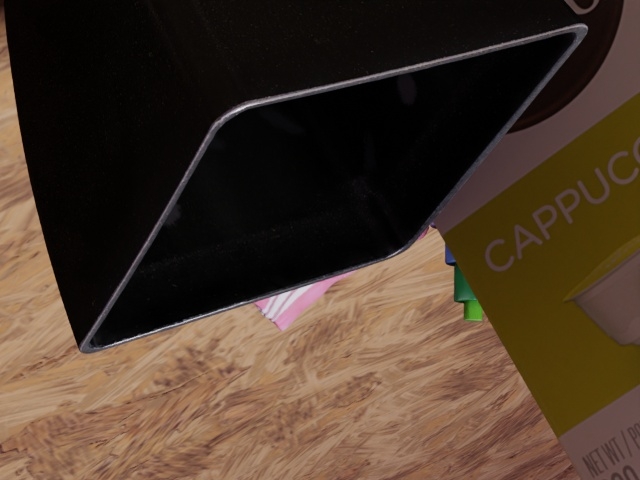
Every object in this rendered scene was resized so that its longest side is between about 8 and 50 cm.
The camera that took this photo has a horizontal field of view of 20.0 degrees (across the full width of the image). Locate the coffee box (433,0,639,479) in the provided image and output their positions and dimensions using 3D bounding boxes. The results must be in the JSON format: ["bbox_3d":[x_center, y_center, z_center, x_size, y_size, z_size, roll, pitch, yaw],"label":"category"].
[{"bbox_3d":[0.255,-0.079,0.970,0.337,0.334,0.338,-36,159,20],"label":"coffee box"}]

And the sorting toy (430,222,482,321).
[{"bbox_3d":[0.242,0.010,1.258,0.365,0.126,0.127,-4,170,30],"label":"sorting toy"}]

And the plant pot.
[{"bbox_3d":[-0.035,-0.085,0.789,0.187,0.167,0.188,-16,156,-34],"label":"plant pot"}]

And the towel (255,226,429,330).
[{"bbox_3d":[0.000,0.000,1.273,0.144,0.029,0.197,-32,161,4],"label":"towel"}]
